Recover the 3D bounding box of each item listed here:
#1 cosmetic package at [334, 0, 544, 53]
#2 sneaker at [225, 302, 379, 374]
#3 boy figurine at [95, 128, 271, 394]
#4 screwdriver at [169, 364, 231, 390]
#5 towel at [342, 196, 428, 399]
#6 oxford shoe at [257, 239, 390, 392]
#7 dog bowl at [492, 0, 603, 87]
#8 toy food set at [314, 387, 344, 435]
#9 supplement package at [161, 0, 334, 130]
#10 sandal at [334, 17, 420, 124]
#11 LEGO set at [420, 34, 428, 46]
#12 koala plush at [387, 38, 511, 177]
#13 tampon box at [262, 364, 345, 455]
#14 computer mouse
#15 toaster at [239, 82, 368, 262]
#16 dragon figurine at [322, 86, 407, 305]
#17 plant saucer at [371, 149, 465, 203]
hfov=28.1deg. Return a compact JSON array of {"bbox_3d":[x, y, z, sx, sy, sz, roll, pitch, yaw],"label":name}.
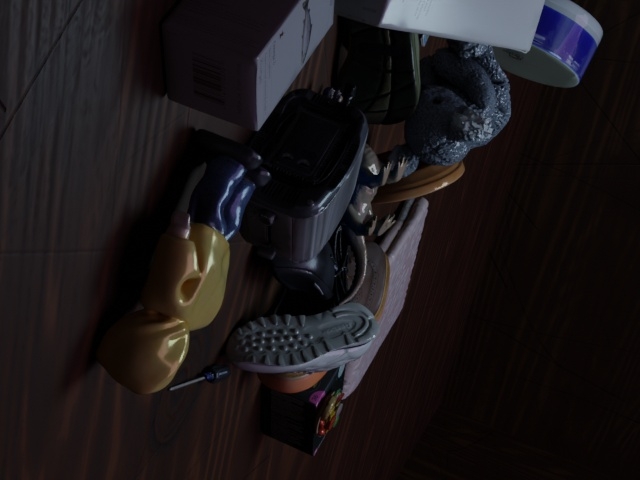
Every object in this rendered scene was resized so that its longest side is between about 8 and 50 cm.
[{"bbox_3d":[0.136,-0.345,1.525,0.366,0.155,0.196,-3,112,-56],"label":"cosmetic package"},{"bbox_3d":[-0.029,0.159,1.840,0.235,0.090,0.095,-6,146,-26],"label":"sneaker"},{"bbox_3d":[-0.146,0.032,1.385,0.285,0.092,0.177,-65,166,-10],"label":"boy figurine"},{"bbox_3d":[-0.160,0.182,1.702,0.025,0.024,0.170,-69,162,6],"label":"screwdriver"},{"bbox_3d":[0.116,0.112,2.567,0.317,0.053,0.331,-55,161,-45],"label":"towel"},{"bbox_3d":[0.020,0.087,2.025,0.363,0.130,0.132,-52,153,-48],"label":"oxford shoe"},{"bbox_3d":[0.380,-0.387,2.371,0.104,0.265,0.265,-65,166,-3],"label":"dog bowl"},{"bbox_3d":[0.015,0.278,2.073,0.082,0.020,0.083,-39,147,-59],"label":"toy food set"},{"bbox_3d":[-0.068,-0.216,1.275,0.105,0.105,0.179,92,24,-52],"label":"supplement package"},{"bbox_3d":[0.088,-0.273,1.774,0.302,0.120,0.086,94,8,-49],"label":"sandal"},{"bbox_3d":[0.232,-0.456,2.153,0.182,0.060,0.244,60,52,-77],"label":"LEGO set"},{"bbox_3d":[0.187,-0.185,1.910,0.203,0.196,0.221,55,30,-22],"label":"koala plush"},{"bbox_3d":[-0.028,0.256,2.134,0.161,0.101,0.120,94,22,-51],"label":"tampon box"},{"bbox_3d":[0.000,0.000,1.856,0.262,0.060,0.184,39,44,-58],"label":"computer mouse"},{"bbox_3d":[-0.023,-0.082,1.609,0.146,0.129,0.227,98,17,-55],"label":"toaster"},{"bbox_3d":[0.028,-0.067,1.766,0.085,0.144,0.289,-24,130,-57],"label":"dragon figurine"},{"bbox_3d":[0.128,-0.110,2.030,0.200,0.200,0.037,-46,126,-57],"label":"plant saucer"}]
